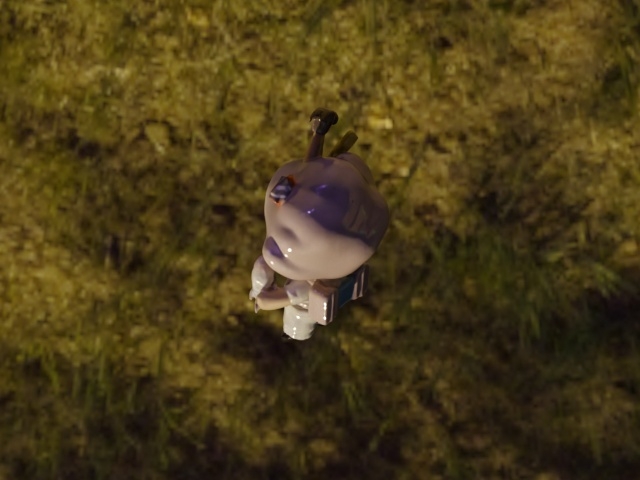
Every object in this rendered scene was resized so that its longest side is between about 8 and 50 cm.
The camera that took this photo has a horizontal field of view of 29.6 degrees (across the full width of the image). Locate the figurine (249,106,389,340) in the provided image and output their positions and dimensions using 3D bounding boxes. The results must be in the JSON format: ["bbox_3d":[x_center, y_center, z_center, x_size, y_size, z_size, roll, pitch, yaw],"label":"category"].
[{"bbox_3d":[0.000,0.000,1.069,0.137,0.112,0.229,-28,143,-33],"label":"figurine"}]
